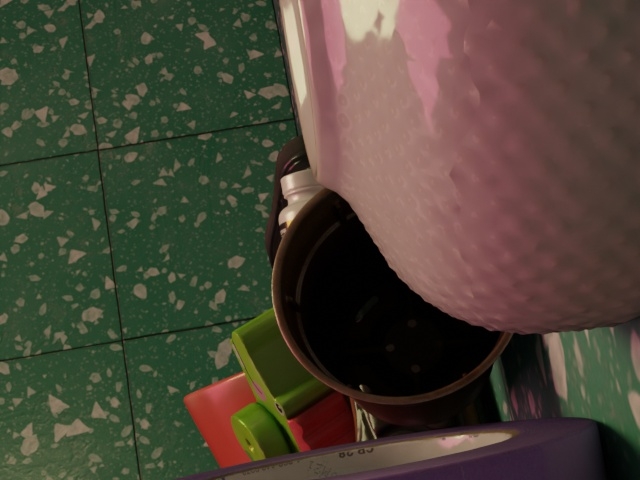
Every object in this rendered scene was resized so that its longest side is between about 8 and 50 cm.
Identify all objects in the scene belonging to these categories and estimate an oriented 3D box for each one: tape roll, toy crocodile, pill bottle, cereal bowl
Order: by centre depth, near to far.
[{"bbox_3d":[0.054,-0.116,0.621,0.339,0.141,0.339,171,90,-88],"label":"cereal bowl"},{"bbox_3d":[0.025,0.165,0.716,0.275,0.275,0.090,110,151,-83],"label":"tape roll"},{"bbox_3d":[0.000,0.000,1.085,0.065,0.065,0.116,103,156,-81],"label":"pill bottle"},{"bbox_3d":[0.010,0.212,1.142,0.105,0.115,0.340,17,129,60],"label":"toy crocodile"}]

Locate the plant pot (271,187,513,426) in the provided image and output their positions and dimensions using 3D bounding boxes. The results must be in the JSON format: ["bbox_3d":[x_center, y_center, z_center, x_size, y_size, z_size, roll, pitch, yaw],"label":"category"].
[{"bbox_3d":[0.060,0.054,0.910,0.165,0.167,0.167,70,-172,-68],"label":"plant pot"}]

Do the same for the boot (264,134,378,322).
[{"bbox_3d":[0.030,0.126,1.844,0.367,0.146,0.445,82,172,-55],"label":"boot"}]

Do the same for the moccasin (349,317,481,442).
[{"bbox_3d":[0.091,0.241,1.030,0.147,0.139,0.380,54,-161,-52],"label":"moccasin"}]

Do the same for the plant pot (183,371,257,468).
[{"bbox_3d":[0.013,0.240,1.450,0.275,0.275,0.243,114,135,-84],"label":"plant pot"}]
